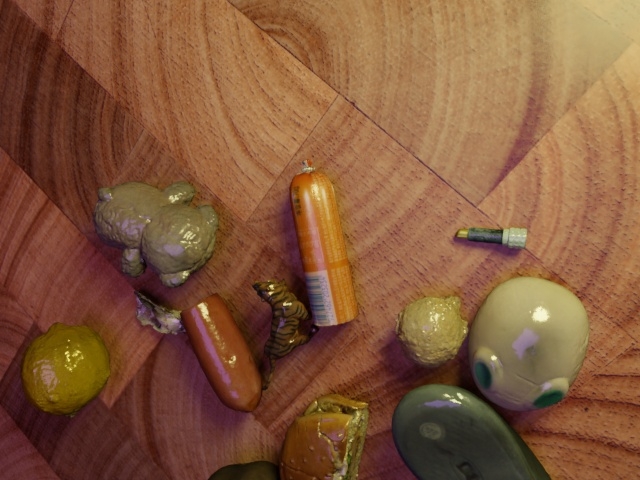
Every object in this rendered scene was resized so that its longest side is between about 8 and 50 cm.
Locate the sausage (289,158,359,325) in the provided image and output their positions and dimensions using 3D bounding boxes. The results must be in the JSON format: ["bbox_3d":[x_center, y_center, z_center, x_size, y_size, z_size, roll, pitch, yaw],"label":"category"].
[{"bbox_3d":[0.000,0.000,0.856,0.093,0.093,0.311,-10,94,22],"label":"sausage"}]

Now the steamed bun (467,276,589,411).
[{"bbox_3d":[0.334,0.175,0.730,0.177,0.131,0.227,23,104,15],"label":"steamed bun"}]

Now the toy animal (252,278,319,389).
[{"bbox_3d":[-0.081,0.201,0.903,0.114,0.116,0.254,15,104,20],"label":"toy animal"}]

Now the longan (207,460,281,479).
[{"bbox_3d":[-0.154,0.571,0.951,0.213,0.198,0.197,-25,88,-9],"label":"longan"}]

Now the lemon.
[{"bbox_3d":[-0.614,0.311,1.088,0.193,0.192,0.230,-13,86,23],"label":"lemon"}]

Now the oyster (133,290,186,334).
[{"bbox_3d":[-0.371,0.178,1.058,0.200,0.061,0.106,33,126,17],"label":"oyster"}]

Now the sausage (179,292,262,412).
[{"bbox_3d":[-0.205,0.245,0.960,0.114,0.114,0.259,-27,87,23],"label":"sausage"}]

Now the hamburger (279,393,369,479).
[{"bbox_3d":[-0.006,0.440,0.894,0.157,0.144,0.282,14,104,17],"label":"hamburger"}]

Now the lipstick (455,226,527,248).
[{"bbox_3d":[0.291,-0.009,0.772,0.116,0.037,0.037,7,100,24],"label":"lipstick"}]

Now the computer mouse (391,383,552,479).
[{"bbox_3d":[0.279,0.392,0.789,0.188,0.122,0.370,-37,91,25],"label":"computer mouse"}]

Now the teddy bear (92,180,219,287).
[{"bbox_3d":[-0.345,-0.026,0.954,0.267,0.151,0.235,25,79,7],"label":"teddy bear"}]

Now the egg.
[{"bbox_3d":[0.195,0.160,0.796,0.116,0.118,0.140,50,132,54],"label":"egg"}]
